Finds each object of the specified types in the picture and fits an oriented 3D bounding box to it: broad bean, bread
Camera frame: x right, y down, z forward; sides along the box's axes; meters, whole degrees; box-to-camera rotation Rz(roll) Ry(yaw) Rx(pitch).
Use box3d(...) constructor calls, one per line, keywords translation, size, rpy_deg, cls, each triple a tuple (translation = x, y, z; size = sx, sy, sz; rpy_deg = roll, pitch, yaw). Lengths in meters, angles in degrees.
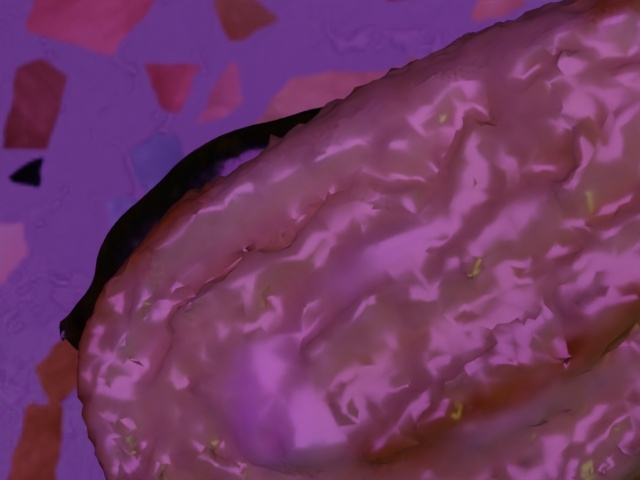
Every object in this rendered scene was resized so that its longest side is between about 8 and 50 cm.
box3d(translation=(0.000, 0.000, 0.862), size=(0.291, 0.049, 0.144), rpy_deg=(2, 90, 14), cls="broad bean")
box3d(translation=(0.069, 0.015, 0.635), size=(0.236, 0.375, 0.165), rpy_deg=(-32, 88, 12), cls="bread")
